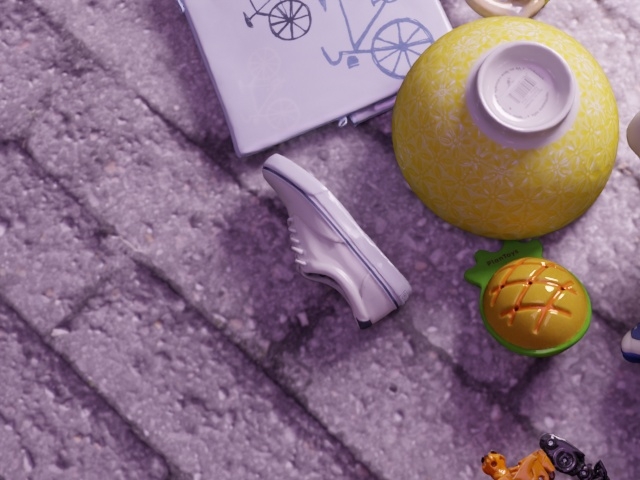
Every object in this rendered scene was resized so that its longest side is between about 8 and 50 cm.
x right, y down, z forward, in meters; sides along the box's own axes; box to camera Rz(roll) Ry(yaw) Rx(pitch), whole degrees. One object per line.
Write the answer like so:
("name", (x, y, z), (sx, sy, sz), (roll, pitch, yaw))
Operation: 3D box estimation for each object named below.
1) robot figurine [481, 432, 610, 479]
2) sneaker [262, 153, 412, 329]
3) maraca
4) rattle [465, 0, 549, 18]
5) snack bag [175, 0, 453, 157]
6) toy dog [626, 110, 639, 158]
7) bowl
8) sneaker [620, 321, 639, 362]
("robot figurine", (0.268, 0.367, 1.255), (0.211, 0.085, 0.291), (-32, 73, -1))
("sneaker", (0.000, 0.000, 1.397), (0.091, 0.094, 0.258), (-40, 73, -8))
("maraca", (0.249, 0.066, 1.340), (0.127, 0.099, 0.186), (-23, 47, -6))
("rattle", (0.217, -0.377, 1.434), (0.130, 0.143, 0.200), (-44, 85, 4))
("snack bag", (-0.009, -0.294, 1.512), (0.342, 0.037, 0.323), (-23, 72, 2))
("toy dog", (0.483, 0.058, 1.143), (0.284, 0.395, 0.408), (-15, 39, 31))
("bowl", (0.236, -0.158, 1.346), (0.289, 0.156, 0.289), (0, 75, -1))
("sneaker", (0.456, 0.209, 1.268), (0.131, 0.112, 0.296), (-32, 64, 11))
